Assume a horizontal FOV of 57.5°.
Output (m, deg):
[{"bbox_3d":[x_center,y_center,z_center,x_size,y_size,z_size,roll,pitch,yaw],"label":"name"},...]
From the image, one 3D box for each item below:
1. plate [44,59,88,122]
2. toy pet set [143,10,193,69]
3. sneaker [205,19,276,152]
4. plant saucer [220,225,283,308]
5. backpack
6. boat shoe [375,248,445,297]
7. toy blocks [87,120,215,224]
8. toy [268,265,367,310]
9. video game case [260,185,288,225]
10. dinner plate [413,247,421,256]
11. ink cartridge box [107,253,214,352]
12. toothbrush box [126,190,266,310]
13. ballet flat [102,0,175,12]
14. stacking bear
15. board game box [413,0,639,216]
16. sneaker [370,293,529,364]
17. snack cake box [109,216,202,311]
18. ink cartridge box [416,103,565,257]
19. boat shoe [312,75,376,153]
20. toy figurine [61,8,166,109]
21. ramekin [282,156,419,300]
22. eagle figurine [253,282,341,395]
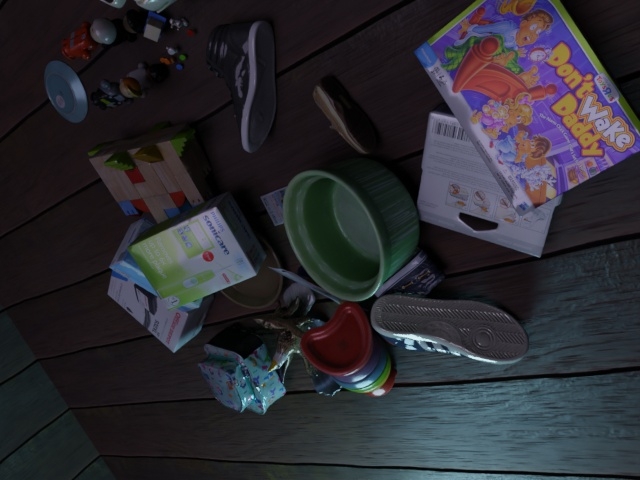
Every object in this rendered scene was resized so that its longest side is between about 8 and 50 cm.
[{"bbox_3d":[-0.772,-0.443,1.751,0.188,0.024,0.188,17,125,26],"label":"plate"},{"bbox_3d":[-0.373,-0.503,1.425,0.114,0.065,0.122,19,139,-19],"label":"toy pet set"},{"bbox_3d":[-0.187,-0.358,1.342,0.146,0.104,0.296,19,120,27],"label":"sneaker"},{"bbox_3d":[-0.216,0.065,1.644,0.277,0.041,0.278,15,123,25],"label":"plant saucer"},{"bbox_3d":[-0.233,0.411,1.779,0.225,0.191,0.254,1,126,49],"label":"backpack"},{"bbox_3d":[0.202,0.101,1.339,0.083,0.065,0.183,46,134,2],"label":"boat shoe"},{"bbox_3d":[-0.437,-0.160,1.600,0.381,0.191,0.261,-6,126,27],"label":"toy blocks"},{"bbox_3d":[0.003,0.103,1.443,0.237,0.056,0.137,33,166,-28],"label":"toy"},{"bbox_3d":[-0.092,-0.090,1.490,0.122,0.011,0.087,-16,106,40],"label":"video game case"},{"bbox_3d":[0.200,0.061,1.372,0.141,0.017,0.141,16,124,26],"label":"dinner plate"},{"bbox_3d":[-0.515,0.173,1.866,0.307,0.129,0.223,38,132,10],"label":"ink cartridge box"},{"bbox_3d":[-0.319,0.030,1.520,0.283,0.122,0.206,-22,109,17],"label":"toothbrush box"},{"bbox_3d":[-0.412,-0.601,1.296,0.482,0.164,0.182,20,88,27],"label":"ballet flat"},{"bbox_3d":[0.103,0.303,1.452,0.164,0.175,0.289,53,-178,39],"label":"stacking bear"},{"bbox_3d":[0.352,-0.249,0.983,0.233,0.078,0.347,-34,86,33],"label":"board game box"},{"bbox_3d":[0.291,0.207,1.341,0.349,0.131,0.148,13,159,13],"label":"sneaker"},{"bbox_3d":[-0.446,0.073,1.670,0.089,0.152,0.264,-19,134,41],"label":"snack cake box"},{"bbox_3d":[0.333,-0.119,1.142,0.275,0.060,0.239,20,127,24],"label":"ink cartridge box"},{"bbox_3d":[0.049,-0.261,1.262,0.190,0.068,0.072,58,145,5],"label":"boat shoe"},{"bbox_3d":[-0.491,-0.444,1.431,0.148,0.213,0.210,-16,111,23],"label":"toy figurine"},{"bbox_3d":[0.070,-0.034,1.278,0.303,0.148,0.304,30,134,36],"label":"ramekin"},{"bbox_3d":[-0.066,0.286,1.612,0.298,0.225,0.226,58,-175,-48],"label":"eagle figurine"}]
